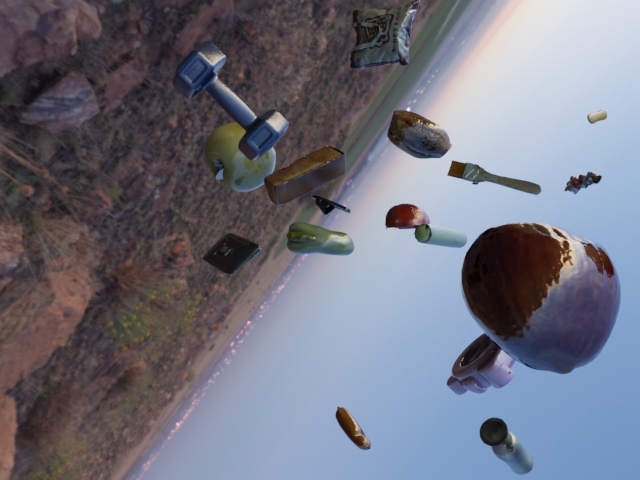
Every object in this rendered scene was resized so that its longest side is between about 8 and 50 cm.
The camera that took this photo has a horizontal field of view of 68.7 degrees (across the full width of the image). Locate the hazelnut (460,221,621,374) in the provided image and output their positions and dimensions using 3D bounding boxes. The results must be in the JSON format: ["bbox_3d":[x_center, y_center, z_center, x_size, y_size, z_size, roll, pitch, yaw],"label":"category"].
[{"bbox_3d":[0.580,0.150,1.251,0.352,0.421,0.421,-27,-159,51],"label":"hazelnut"}]

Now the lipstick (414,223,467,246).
[{"bbox_3d":[0.464,-0.016,1.788,0.304,0.076,0.076,5,130,-48],"label":"lipstick"}]

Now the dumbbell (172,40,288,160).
[{"bbox_3d":[-0.245,-0.379,1.294,0.144,0.325,0.160,-33,-159,41],"label":"dumbbell"}]

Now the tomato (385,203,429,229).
[{"bbox_3d":[0.337,-0.095,1.828,0.189,0.173,0.100,-36,123,-82],"label":"tomato"}]

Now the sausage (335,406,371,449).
[{"bbox_3d":[0.098,0.585,1.453,0.054,0.062,0.183,-58,-138,10],"label":"sausage"}]

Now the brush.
[{"bbox_3d":[0.643,-0.230,1.733,0.086,0.336,0.020,-65,159,-20],"label":"brush"}]

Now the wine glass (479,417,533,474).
[{"bbox_3d":[0.649,0.716,1.621,0.103,0.231,0.103,-33,-153,20],"label":"wine glass"}]

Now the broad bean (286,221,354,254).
[{"bbox_3d":[0.000,0.000,1.479,0.169,0.227,0.100,11,-85,58],"label":"broad bean"}]

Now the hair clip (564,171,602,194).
[{"bbox_3d":[0.878,-0.195,1.585,0.214,0.056,0.063,37,76,-79],"label":"hair clip"}]

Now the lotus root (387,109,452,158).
[{"bbox_3d":[0.431,-0.451,2.056,0.193,0.290,0.193,-157,-90,-88],"label":"lotus root"}]

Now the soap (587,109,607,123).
[{"bbox_3d":[0.868,-0.388,1.469,0.089,0.034,0.012,-19,180,-22],"label":"soap"}]

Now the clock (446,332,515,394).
[{"bbox_3d":[0.636,0.457,1.795,0.295,0.113,0.322,-42,172,-38],"label":"clock"}]

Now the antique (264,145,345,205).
[{"bbox_3d":[-0.054,-0.229,1.634,0.309,0.093,0.088,-31,137,-28],"label":"antique"}]

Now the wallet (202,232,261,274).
[{"bbox_3d":[-0.348,0.047,1.825,0.168,0.052,0.245,-43,-145,-22],"label":"wallet"}]

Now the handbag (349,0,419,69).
[{"bbox_3d":[0.206,-0.685,1.571,0.127,0.234,0.213,-1,98,-58],"label":"handbag"}]

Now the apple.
[{"bbox_3d":[-0.327,-0.349,1.940,0.254,0.292,0.292,-37,172,-27],"label":"apple"}]

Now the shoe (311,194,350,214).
[{"bbox_3d":[0.029,-0.112,1.634,0.053,0.159,0.062,-69,157,-2],"label":"shoe"}]
